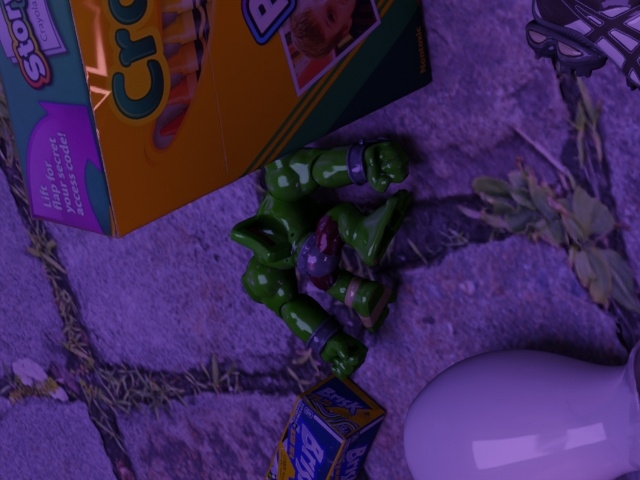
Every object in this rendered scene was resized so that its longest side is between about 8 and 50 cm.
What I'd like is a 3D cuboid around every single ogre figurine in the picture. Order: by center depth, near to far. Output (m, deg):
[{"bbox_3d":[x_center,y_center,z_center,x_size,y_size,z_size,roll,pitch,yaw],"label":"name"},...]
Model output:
[{"bbox_3d":[0.000,0.000,1.513,0.118,0.097,0.197,24,140,20],"label":"ogre figurine"}]

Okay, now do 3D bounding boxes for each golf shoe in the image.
[{"bbox_3d":[0.213,-0.142,1.231,0.198,0.077,0.094,20,125,36],"label":"golf shoe"}]

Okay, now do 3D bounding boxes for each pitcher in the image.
[{"bbox_3d":[0.179,0.157,1.416,0.207,0.125,0.177,-13,118,37],"label":"pitcher"}]

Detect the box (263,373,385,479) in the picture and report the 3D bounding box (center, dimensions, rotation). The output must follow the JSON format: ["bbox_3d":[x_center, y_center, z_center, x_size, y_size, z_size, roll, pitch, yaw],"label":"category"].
[{"bbox_3d":[-0.004,0.191,1.656,0.059,0.054,0.169,41,136,21],"label":"box"}]

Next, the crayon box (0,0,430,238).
[{"bbox_3d":[-0.083,-0.228,1.298,0.106,0.313,0.363,11,119,42],"label":"crayon box"}]
